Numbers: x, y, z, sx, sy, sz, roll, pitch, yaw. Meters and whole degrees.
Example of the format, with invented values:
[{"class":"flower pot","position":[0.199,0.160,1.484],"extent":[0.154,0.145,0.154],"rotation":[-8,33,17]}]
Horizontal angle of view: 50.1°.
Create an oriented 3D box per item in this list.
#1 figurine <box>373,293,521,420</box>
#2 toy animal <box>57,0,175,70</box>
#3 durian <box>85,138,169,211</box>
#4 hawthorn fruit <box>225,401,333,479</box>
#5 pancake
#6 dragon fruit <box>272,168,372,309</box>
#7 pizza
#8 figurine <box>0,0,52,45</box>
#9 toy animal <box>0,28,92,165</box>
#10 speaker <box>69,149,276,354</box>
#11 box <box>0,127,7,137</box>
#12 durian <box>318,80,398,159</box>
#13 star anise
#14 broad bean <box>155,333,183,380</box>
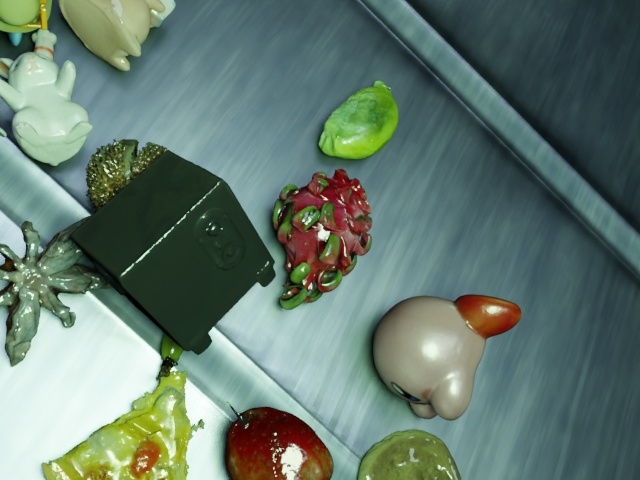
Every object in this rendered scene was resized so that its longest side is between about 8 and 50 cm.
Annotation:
[{"class":"figurine","position":[0.217,0.202,1.368],"extent":[0.211,0.269,0.261],"rotation":[32,75,-3]},{"class":"toy animal","position":[-0.395,-0.505,1.357],"extent":[0.213,0.195,0.256],"rotation":[34,61,-18]},{"class":"durian","position":[-0.334,-0.096,1.256],"extent":[0.196,0.167,0.196],"rotation":[-4,36,3]},{"class":"hawthorn fruit","position":[-0.087,0.368,1.210],"extent":[0.181,0.181,0.235],"rotation":[-36,94,-28]},{"class":"pancake","position":[0.187,0.489,1.357],"extent":[0.242,0.050,0.242],"rotation":[7,71,-22]},{"class":"dragon fruit","position":[0.008,-0.005,1.371],"extent":[0.198,0.218,0.272],"rotation":[-9,80,13]},{"class":"pizza","position":[-0.308,0.350,1.181],"extent":[0.280,0.075,0.287],"rotation":[25,66,-14]},{"class":"figurine","position":[-0.573,-0.493,1.268],"extent":[0.154,0.180,0.262],"rotation":[17,42,-50]},{"class":"toy animal","position":[-0.522,-0.284,1.260],"extent":[0.141,0.138,0.282],"rotation":[-15,78,-22]},{"class":"speaker","position":[-0.239,0.028,1.169],"extent":[0.184,0.254,0.232],"rotation":[31,68,38]},{"class":"box","position":[-0.704,-0.180,1.118],"extent":[0.291,0.262,0.206],"rotation":[36,75,-19]},{"class":"durian","position":[0.100,-0.265,1.535],"extent":[0.250,0.101,0.139],"rotation":[-42,91,-28]},{"class":"star anise","position":[-0.469,0.065,1.177],"extent":[0.257,0.111,0.198],"rotation":[-36,114,-23]},{"class":"broad bean","position":[-0.224,0.130,1.297],"extent":[0.325,0.075,0.067],"rotation":[-58,144,-25]}]
